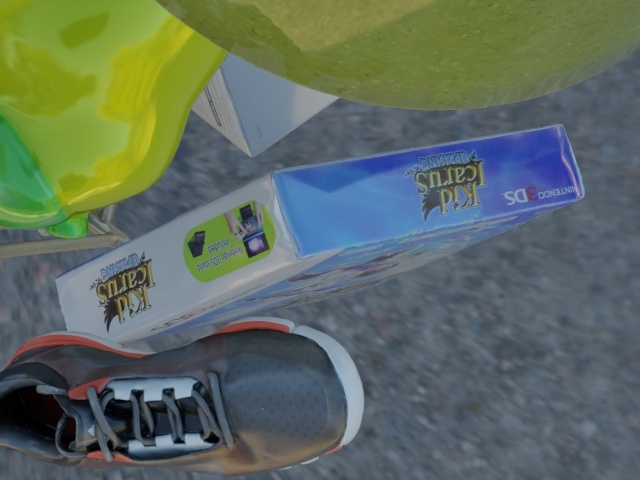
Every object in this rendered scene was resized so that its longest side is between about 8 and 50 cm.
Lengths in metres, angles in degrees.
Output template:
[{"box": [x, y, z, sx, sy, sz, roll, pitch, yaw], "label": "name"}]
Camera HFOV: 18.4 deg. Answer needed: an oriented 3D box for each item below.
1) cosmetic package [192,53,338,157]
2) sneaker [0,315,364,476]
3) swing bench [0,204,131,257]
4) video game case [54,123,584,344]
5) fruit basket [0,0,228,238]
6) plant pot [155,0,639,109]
[{"box": [-0.043, -0.214, 1.480, 0.224, 0.224, 0.138, -35, 137, -16], "label": "cosmetic package"}, {"box": [-0.061, 0.067, 0.729, 0.157, 0.065, 0.061, -5, 101, 27], "label": "sneaker"}, {"box": [-0.325, -0.093, 1.818, 0.254, 0.253, 0.165, 19, 100, 23], "label": "swing bench"}, {"box": [0.000, 0.000, 1.319, 0.269, 0.244, 0.061, -11, 82, -42], "label": "video game case"}, {"box": [-0.122, -0.207, 0.966, 0.283, 0.392, 0.392, 39, 87, 11], "label": "fruit basket"}, {"box": [0.069, -0.205, 0.529, 0.274, 0.293, 0.275, 4, 78, -16], "label": "plant pot"}]
